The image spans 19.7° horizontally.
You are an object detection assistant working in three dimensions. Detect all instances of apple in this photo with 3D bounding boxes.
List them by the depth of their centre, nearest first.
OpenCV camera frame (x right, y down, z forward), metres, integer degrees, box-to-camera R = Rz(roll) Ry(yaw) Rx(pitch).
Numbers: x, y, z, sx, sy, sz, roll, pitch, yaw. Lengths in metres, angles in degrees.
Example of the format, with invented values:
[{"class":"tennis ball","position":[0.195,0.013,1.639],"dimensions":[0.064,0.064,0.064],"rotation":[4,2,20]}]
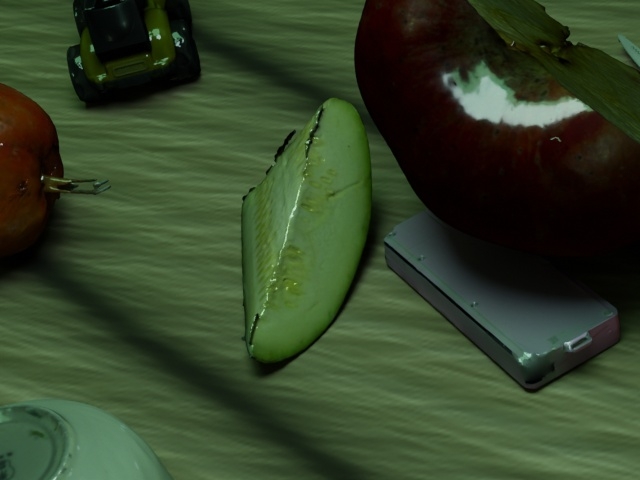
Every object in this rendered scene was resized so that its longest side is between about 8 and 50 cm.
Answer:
[{"class":"apple","position":[0.195,-0.143,1.737],"dimensions":[0.295,0.329,0.365],"rotation":[-12,5,18]}]

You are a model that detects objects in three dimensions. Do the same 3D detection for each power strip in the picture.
[{"class":"power strip","position":[0.167,0.043,1.757],"dimensions":[0.109,0.037,0.279],"rotation":[-28,40,-17]}]

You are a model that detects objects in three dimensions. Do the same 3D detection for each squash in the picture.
[{"class":"squash","position":[0.000,0.000,1.811],"dimensions":[0.169,0.093,0.252],"rotation":[-51,25,30]}]

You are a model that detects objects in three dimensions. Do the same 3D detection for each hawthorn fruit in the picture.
[{"class":"hawthorn fruit","position":[-0.360,-0.070,1.958],"dimensions":[0.299,0.211,0.211],"rotation":[11,45,16]}]

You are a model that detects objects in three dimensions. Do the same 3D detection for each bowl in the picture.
[{"class":"bowl","position":[-0.256,0.237,1.592],"dimensions":[0.277,0.145,0.277],"rotation":[-10,37,7]}]

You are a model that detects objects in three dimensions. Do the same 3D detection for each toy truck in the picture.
[{"class":"toy truck","position":[-0.234,-0.278,2.183],"dimensions":[0.147,0.165,0.224],"rotation":[-14,38,4]}]

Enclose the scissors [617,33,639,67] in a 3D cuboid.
[{"class":"scissors","position":[0.363,-0.173,1.962],"dimensions":[0.085,0.022,0.176],"rotation":[-24,42,-8]}]
